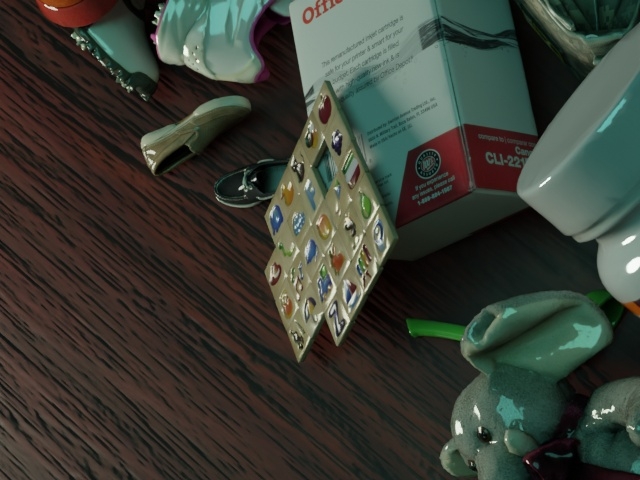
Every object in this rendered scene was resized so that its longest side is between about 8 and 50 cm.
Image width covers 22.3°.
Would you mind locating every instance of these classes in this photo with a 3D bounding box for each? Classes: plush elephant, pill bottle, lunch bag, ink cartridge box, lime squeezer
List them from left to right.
[{"bbox_3d":[0.089,-0.139,1.552,0.197,0.114,0.273,-26,68,45],"label":"ink cartridge box"},{"bbox_3d":[0.234,0.065,1.527,0.310,0.059,0.110,-26,40,18],"label":"lime squeezer"},{"bbox_3d":[0.215,0.191,1.383,0.255,0.272,0.330,5,46,14],"label":"plush elephant"},{"bbox_3d":[0.250,-0.267,1.480,0.169,0.235,0.287,-6,76,16],"label":"lunch bag"},{"bbox_3d":[0.365,0.009,1.293,0.392,0.224,0.224,37,95,-5],"label":"pill bottle"}]

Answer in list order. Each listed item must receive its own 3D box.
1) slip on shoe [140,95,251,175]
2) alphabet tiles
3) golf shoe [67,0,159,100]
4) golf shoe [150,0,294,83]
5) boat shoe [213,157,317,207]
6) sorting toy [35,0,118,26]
[{"bbox_3d":[-0.129,-0.110,1.710,0.135,0.051,0.041,-21,66,21],"label":"slip on shoe"},{"bbox_3d":[0.000,0.000,1.556,0.198,0.009,0.237,68,148,35],"label":"alphabet tiles"},{"bbox_3d":[-0.230,-0.279,1.764,0.120,0.105,0.273,-33,68,8],"label":"golf shoe"},{"bbox_3d":[-0.057,-0.305,1.704,0.140,0.115,0.306,26,92,10],"label":"golf shoe"},{"bbox_3d":[-0.057,-0.061,1.677,0.125,0.038,0.046,-2,78,23],"label":"boat shoe"},{"bbox_3d":[-0.169,-0.340,1.616,0.365,0.126,0.127,-23,69,20],"label":"sorting toy"}]
